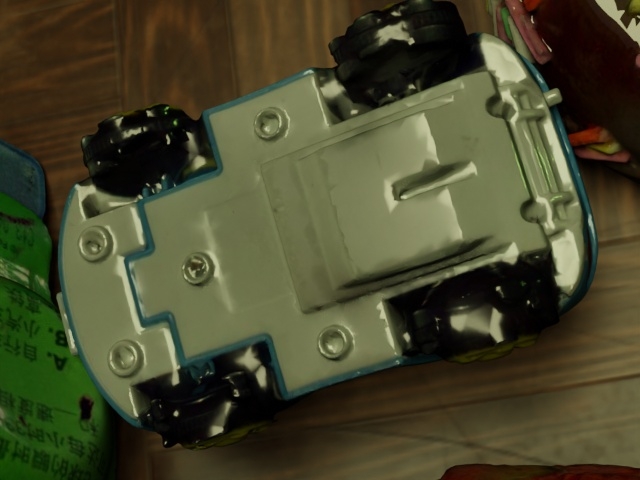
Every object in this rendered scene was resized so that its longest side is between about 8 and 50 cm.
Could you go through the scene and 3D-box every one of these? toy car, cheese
[{"bbox_3d":[0.000,0.000,0.751,0.314,0.166,0.198,-21,79,16],"label":"toy car"},{"bbox_3d":[-0.200,0.057,0.784,0.083,0.204,0.321,-34,48,26],"label":"cheese"}]

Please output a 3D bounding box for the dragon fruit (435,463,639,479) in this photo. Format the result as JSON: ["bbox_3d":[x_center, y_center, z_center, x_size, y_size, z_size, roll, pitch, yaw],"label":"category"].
[{"bbox_3d":[0.120,0.239,0.599,0.342,0.277,0.278,-7,72,14],"label":"dragon fruit"}]

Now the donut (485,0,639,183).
[{"bbox_3d":[0.223,-0.188,0.771,0.259,0.136,0.345,-6,71,9],"label":"donut"}]
